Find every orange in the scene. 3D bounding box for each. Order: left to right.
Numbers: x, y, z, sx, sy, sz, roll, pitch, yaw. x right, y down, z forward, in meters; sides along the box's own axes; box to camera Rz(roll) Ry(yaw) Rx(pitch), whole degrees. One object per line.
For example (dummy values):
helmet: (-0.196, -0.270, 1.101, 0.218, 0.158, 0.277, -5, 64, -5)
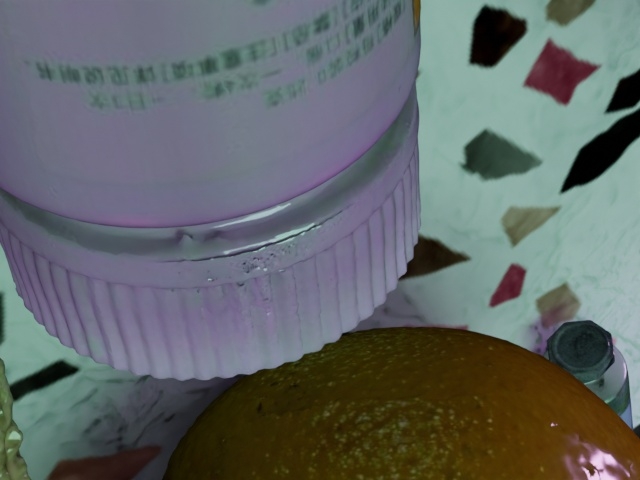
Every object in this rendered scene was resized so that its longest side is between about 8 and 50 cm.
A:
orange: (0.047, 0.171, 0.820, 0.274, 0.274, 0.274, -23, 137, -23)

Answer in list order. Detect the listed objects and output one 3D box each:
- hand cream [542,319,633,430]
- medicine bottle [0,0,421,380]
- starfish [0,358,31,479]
hand cream: (0.176, 0.135, 1.069, 0.088, 0.055, 0.256, -32, 146, -13)
medicine bottle: (-0.054, -0.106, 0.552, 0.178, 0.178, 0.290, -27, 138, -19)
starfish: (-0.096, 0.213, 0.727, 0.082, 0.324, 0.432, -33, 146, -36)
